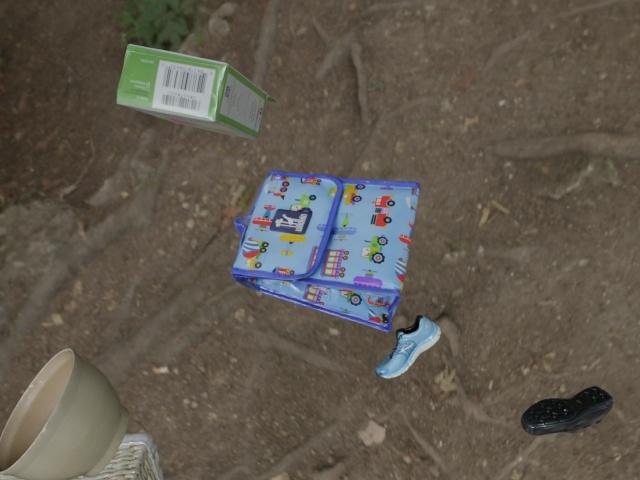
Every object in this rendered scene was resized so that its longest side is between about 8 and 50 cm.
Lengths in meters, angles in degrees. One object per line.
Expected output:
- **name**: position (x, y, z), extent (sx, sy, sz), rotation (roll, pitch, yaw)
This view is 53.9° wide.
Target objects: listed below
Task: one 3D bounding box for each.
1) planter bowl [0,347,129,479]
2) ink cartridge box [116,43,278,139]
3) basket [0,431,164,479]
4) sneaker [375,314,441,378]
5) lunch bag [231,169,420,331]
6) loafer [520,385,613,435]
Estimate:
- **planter bowl**: position (-0.316, 0.234, 0.799), extent (0.162, 0.109, 0.162), rotation (-36, 33, 27)
- **ink cartridge box**: position (-0.129, -0.159, 0.720), extent (0.109, 0.209, 0.062), rotation (13, 95, 9)
- **basket**: position (-0.478, 0.602, 1.237), extent (0.328, 0.331, 0.266), rotation (-8, 22, -3)
- **sneaker**: position (0.170, 0.217, 1.308), extent (0.162, 0.063, 0.073), rotation (-44, 106, -2)
- **lunch bag**: position (0.000, 0.000, 1.054), extent (0.293, 0.138, 0.221), rotation (11, 58, 6)
- **loafer**: position (0.500, 0.360, 1.275), extent (0.223, 0.078, 0.076), rotation (-8, 27, -24)
